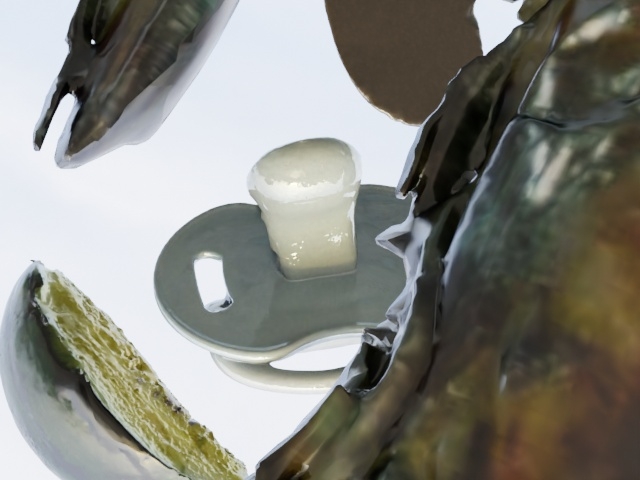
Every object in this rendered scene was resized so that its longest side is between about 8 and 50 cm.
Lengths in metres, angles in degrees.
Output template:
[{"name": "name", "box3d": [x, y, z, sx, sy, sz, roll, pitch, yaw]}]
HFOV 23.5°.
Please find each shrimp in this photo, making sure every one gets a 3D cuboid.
[{"name": "shrimp", "box3d": [0.020, -0.035, 0.409, 0.233, 0.071, 0.365, 22, -106, 25]}]

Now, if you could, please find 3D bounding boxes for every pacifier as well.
[{"name": "pacifier", "box3d": [0.000, 0.000, 1.263, 0.279, 0.207, 0.227, -9, -142, -9]}]

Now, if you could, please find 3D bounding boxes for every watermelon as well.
[{"name": "watermelon", "box3d": [-0.188, 0.148, 1.372, 0.301, 0.123, 0.129, 48, -139, 1]}]

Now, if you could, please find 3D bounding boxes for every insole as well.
[{"name": "insole", "box3d": [0.022, -0.210, 0.743, 0.111, 0.007, 0.328, -3, -104, -25]}]
